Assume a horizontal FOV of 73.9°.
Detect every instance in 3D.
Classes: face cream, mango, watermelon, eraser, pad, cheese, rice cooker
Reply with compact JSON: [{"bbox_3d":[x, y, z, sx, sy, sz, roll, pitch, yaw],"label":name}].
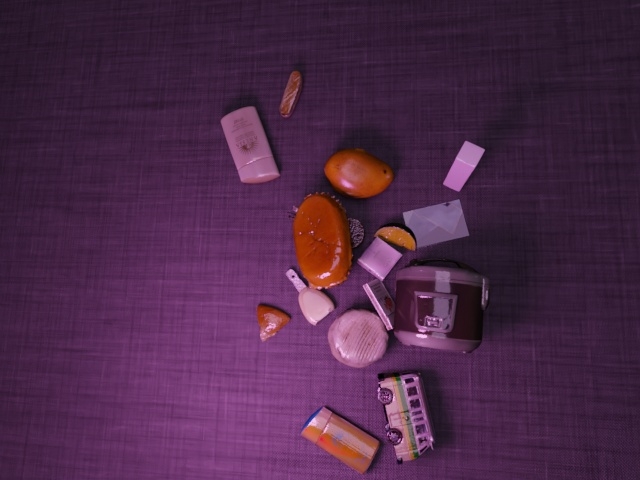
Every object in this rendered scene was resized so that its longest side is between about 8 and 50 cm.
[{"bbox_3d":[0.074,0.764,1.648,0.285,0.067,0.139,28,84,11],"label":"face cream"},{"bbox_3d":[0.160,-0.268,1.756,0.291,0.160,0.190,7,76,-1],"label":"mango"},{"bbox_3d":[0.315,-0.027,1.730,0.182,0.075,0.091,22,89,10],"label":"watermelon"},{"bbox_3d":[0.542,-0.276,1.627,0.076,0.298,0.078,29,85,11],"label":"eraser"},{"bbox_3d":[-0.311,-0.408,1.871,0.174,0.081,0.348,-20,79,4],"label":"face cream"},{"bbox_3d":[0.475,-0.068,1.754,0.243,0.004,0.163,-14,80,6],"label":"pad"},{"bbox_3d":[-0.058,0.222,1.757,0.127,0.054,0.251,-40,78,-3],"label":"cheese"},{"bbox_3d":[0.435,0.227,1.553,0.336,0.335,0.324,6,82,8],"label":"rice cooker"}]

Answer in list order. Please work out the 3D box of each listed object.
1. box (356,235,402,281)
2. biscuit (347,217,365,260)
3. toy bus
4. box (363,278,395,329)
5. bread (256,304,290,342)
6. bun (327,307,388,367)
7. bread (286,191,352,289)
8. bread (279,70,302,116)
[{"bbox_3d":[0.239,0.074,1.728,0.129,0.051,0.130,38,77,11],"label":"box"},{"bbox_3d":[0.083,0.007,1.777,0.236,0.039,0.180,-45,74,-1],"label":"biscuit"},{"bbox_3d":[0.320,0.650,1.595,0.179,0.143,0.305,-12,78,3],"label":"toy bus"},{"bbox_3d":[0.251,0.248,1.686,0.029,0.109,0.198,-38,76,34],"label":"box"},{"bbox_3d":[-0.190,0.335,1.758,0.136,0.054,0.154,-9,83,3],"label":"bread"},{"bbox_3d":[0.140,0.377,1.658,0.240,0.141,0.238,4,66,-10],"label":"bun"},{"bbox_3d":[0.012,-0.005,1.680,0.236,0.183,0.388,-16,76,7],"label":"bread"},{"bbox_3d":[-0.126,-0.648,1.899,0.073,0.053,0.214,17,87,14],"label":"bread"}]
